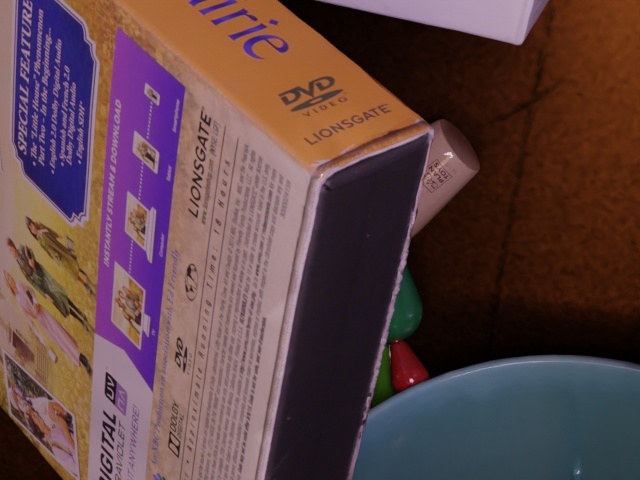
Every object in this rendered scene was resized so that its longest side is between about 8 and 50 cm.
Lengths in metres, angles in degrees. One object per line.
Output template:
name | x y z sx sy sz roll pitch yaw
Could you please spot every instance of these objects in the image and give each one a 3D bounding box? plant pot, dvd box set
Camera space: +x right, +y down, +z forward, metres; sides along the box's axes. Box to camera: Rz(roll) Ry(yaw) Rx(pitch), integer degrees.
plant pot | 0.123 0.245 0.833 0.293 0.293 0.235 8 141 17
dvd box set | -0.133 -0.041 0.750 0.420 0.062 0.307 42 140 31

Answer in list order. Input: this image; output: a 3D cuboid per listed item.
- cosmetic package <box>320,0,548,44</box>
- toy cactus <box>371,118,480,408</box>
cosmetic package | 0.002 -0.167 0.736 0.231 0.117 0.085 16 124 14
toy cactus | 0.000 0.000 0.852 0.180 0.112 0.219 -37 92 23
